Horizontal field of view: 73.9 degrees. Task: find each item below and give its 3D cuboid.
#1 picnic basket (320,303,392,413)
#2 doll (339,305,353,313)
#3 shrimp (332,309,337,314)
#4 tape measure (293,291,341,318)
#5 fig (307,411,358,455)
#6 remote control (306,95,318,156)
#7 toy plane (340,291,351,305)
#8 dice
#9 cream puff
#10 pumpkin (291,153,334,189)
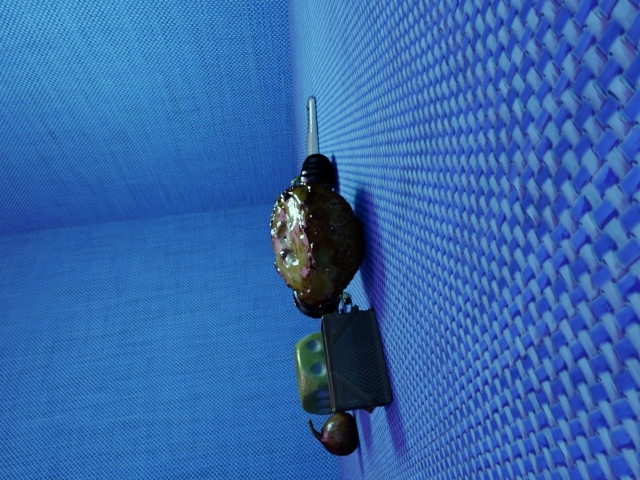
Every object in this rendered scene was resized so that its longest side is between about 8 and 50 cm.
[{"bbox_3d":[0.086,0.316,1.120,0.165,0.139,0.266,93,169,-64],"label":"picnic basket"},{"bbox_3d":[0.108,0.316,1.376,0.139,0.057,0.165,-109,8,-55],"label":"doll"},{"bbox_3d":[0.051,0.306,2.004,0.145,0.061,0.266,-84,-12,-68],"label":"shrimp"},{"bbox_3d":[-0.012,0.210,1.749,0.135,0.203,0.222,87,-172,-56],"label":"tape measure"},{"bbox_3d":[0.055,0.832,1.813,0.175,0.207,0.174,174,90,-74],"label":"fig"},{"bbox_3d":[-0.044,-0.500,1.968,0.109,0.055,0.312,-106,11,-61],"label":"remote control"},{"bbox_3d":[0.092,0.208,1.541,0.121,0.031,0.049,-171,80,-83],"label":"toy plane"},{"bbox_3d":[0.025,0.496,1.593,0.233,0.227,0.238,-105,11,-47],"label":"dice"},{"bbox_3d":[-0.002,0.000,1.180,0.350,0.229,0.349,23,117,57],"label":"cream puff"},{"bbox_3d":[-0.014,-0.224,1.559,0.194,0.150,0.194,-52,25,36],"label":"pumpkin"}]
